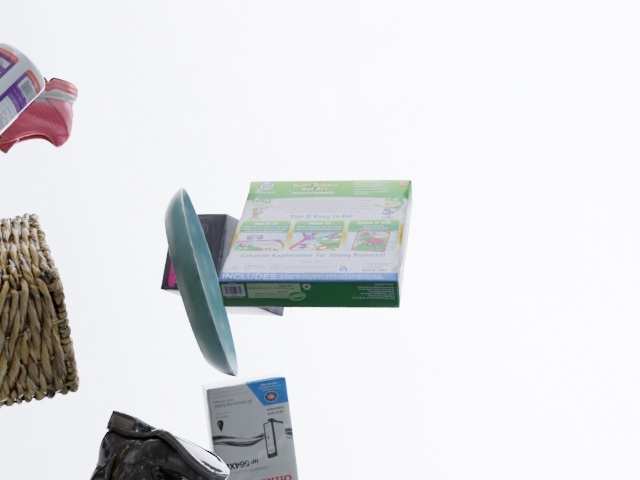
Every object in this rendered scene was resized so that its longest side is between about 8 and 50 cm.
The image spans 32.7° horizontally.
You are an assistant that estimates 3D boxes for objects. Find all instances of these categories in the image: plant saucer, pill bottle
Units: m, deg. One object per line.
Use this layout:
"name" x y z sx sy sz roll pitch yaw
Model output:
"plant saucer" -0.195 0.071 1.754 0.317 0.044 0.317 164 -90 -88
"pill bottle" -0.548 -0.220 1.761 0.108 0.193 0.108 29 -28 17

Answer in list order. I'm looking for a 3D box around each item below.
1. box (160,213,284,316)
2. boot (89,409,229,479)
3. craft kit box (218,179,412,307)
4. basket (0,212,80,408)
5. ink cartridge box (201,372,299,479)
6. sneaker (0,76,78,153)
"box" -0.193 0.056 2.296 0.143 0.270 0.165 0 -105 30
"boot" -0.243 0.351 1.395 0.263 0.091 0.229 8 -112 50
"craft kit box" 0.000 0.000 1.563 0.246 0.250 0.061 -77 164 -49
"basket" -0.461 0.086 1.445 0.299 0.223 0.213 -143 -136 -65
"ink cartridge box" -0.126 0.351 1.959 0.086 0.148 0.203 175 -93 -77
"sneaker" -0.586 -0.222 1.918 0.116 0.314 0.136 -179 -90 -74
